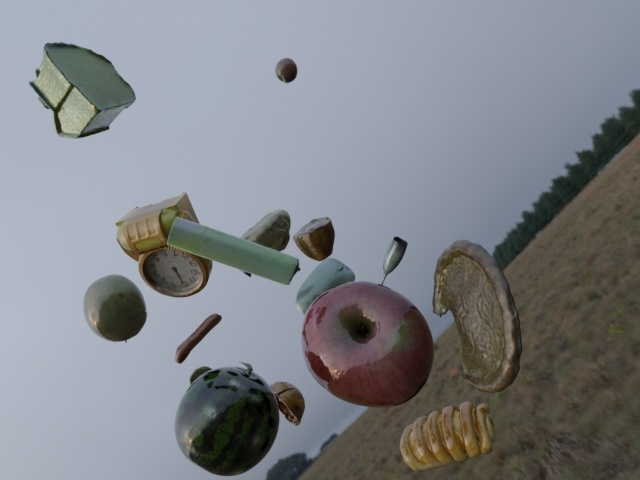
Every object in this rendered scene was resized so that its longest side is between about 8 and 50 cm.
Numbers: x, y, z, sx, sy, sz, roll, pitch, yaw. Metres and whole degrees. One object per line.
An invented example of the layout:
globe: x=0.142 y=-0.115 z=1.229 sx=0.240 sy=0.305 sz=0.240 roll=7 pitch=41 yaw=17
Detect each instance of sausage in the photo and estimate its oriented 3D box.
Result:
sausage: x=-0.361 y=0.282 z=1.295 sx=0.186 sy=0.043 sz=0.043 roll=-49 pitch=-13 yaw=-40

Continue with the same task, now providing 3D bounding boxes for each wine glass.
wine glass: x=0.227 y=0.086 z=1.437 sx=0.066 sy=0.066 sz=0.198 roll=-17 pitch=-46 yaw=-54

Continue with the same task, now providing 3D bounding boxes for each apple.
apple: x=0.124 y=0.275 z=1.155 sx=0.345 sy=0.345 sz=0.269 roll=-41 pitch=-32 yaw=-13

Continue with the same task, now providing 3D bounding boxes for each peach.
peach: x=-0.116 y=-0.584 z=1.510 sx=0.083 sy=0.083 sz=0.083 roll=-40 pitch=-20 yaw=-18

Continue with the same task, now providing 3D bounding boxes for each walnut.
walnut: x=-0.110 y=0.572 z=1.585 sx=0.087 sy=0.167 sz=0.211 roll=-39 pitch=-29 yaw=-26

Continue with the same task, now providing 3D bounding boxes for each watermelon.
watermelon: x=-0.230 y=0.447 z=1.107 sx=0.269 sy=0.269 sz=0.269 roll=-40 pitch=-20 yaw=-18

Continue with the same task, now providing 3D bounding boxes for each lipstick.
lipstick: x=-0.199 y=0.028 z=1.030 sx=0.076 sy=0.304 sz=0.076 roll=-161 pitch=90 yaw=-78

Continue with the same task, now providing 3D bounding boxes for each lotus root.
lotus root: x=0.000 y=0.000 z=2.045 sx=0.199 sy=0.180 sz=0.188 roll=-20 pitch=15 yaw=35

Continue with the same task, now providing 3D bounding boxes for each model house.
model house: x=-0.668 y=-0.399 z=1.210 sx=0.189 sy=0.214 sz=0.195 roll=-35 pitch=15 yaw=27

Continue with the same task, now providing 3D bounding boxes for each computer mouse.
computer mouse: x=0.020 y=0.177 z=1.669 sx=0.288 sy=0.159 sz=0.097 roll=-49 pitch=-12 yaw=-31

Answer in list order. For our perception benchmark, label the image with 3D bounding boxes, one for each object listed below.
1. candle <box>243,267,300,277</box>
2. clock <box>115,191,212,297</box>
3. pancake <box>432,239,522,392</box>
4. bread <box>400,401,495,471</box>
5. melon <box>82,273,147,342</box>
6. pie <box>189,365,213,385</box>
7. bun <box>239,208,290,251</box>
candle: x=-0.245 y=0.137 z=2.112 sx=0.059 sy=0.301 sz=0.084 roll=-80 pitch=-13 yaw=-52
clock: x=-0.483 y=0.031 z=1.437 sx=0.244 sy=0.317 sz=0.200 roll=-14 pitch=31 yaw=14
pancake: x=0.289 y=0.142 z=0.855 sx=0.033 sy=0.288 sz=0.286 roll=-3 pitch=-4 yaw=-14
bread: x=0.376 y=0.598 z=1.347 sx=0.311 sy=0.121 sz=0.173 roll=-33 pitch=12 yaw=25
melon: x=-0.972 y=0.329 z=2.085 sx=0.268 sy=0.330 sz=0.268 roll=-23 pitch=2 yaw=1
pie: x=-0.389 y=0.452 z=1.439 sx=0.085 sy=0.085 sz=0.017 roll=-34 pitch=17 yaw=-30
bun: x=-0.182 y=-0.011 z=1.545 sx=0.231 sy=0.133 sz=0.231 roll=-36 pitch=9 yaw=7
